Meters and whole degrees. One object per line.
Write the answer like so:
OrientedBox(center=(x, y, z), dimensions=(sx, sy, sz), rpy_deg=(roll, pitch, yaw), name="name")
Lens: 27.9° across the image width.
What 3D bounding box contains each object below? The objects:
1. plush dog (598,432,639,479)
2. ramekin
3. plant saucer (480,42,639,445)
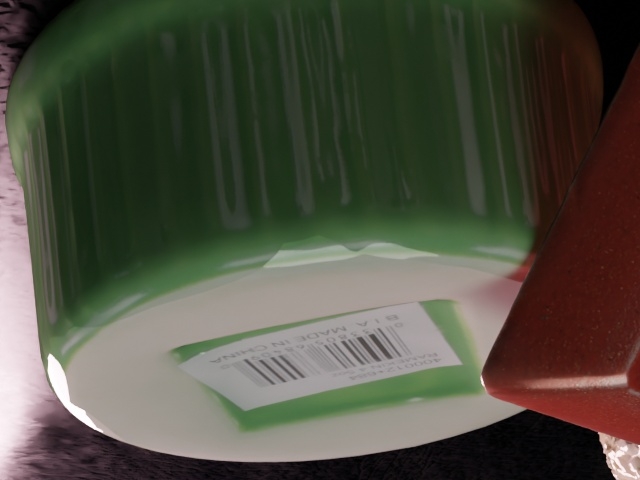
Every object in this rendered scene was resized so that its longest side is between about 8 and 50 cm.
OrientedBox(center=(0.311, 0.126, 0.916), dimensions=(0.225, 0.262, 0.211), rpy_deg=(-14, 120, -5), name="plush dog")
OrientedBox(center=(0.000, 0.000, 0.634), dimensions=(0.303, 0.148, 0.303), rpy_deg=(-5, 153, -3), name="ramekin")
OrientedBox(center=(0.214, -0.014, 0.578), dimensions=(0.259, 0.258, 0.047), rpy_deg=(23, -176, -43), name="plant saucer")
